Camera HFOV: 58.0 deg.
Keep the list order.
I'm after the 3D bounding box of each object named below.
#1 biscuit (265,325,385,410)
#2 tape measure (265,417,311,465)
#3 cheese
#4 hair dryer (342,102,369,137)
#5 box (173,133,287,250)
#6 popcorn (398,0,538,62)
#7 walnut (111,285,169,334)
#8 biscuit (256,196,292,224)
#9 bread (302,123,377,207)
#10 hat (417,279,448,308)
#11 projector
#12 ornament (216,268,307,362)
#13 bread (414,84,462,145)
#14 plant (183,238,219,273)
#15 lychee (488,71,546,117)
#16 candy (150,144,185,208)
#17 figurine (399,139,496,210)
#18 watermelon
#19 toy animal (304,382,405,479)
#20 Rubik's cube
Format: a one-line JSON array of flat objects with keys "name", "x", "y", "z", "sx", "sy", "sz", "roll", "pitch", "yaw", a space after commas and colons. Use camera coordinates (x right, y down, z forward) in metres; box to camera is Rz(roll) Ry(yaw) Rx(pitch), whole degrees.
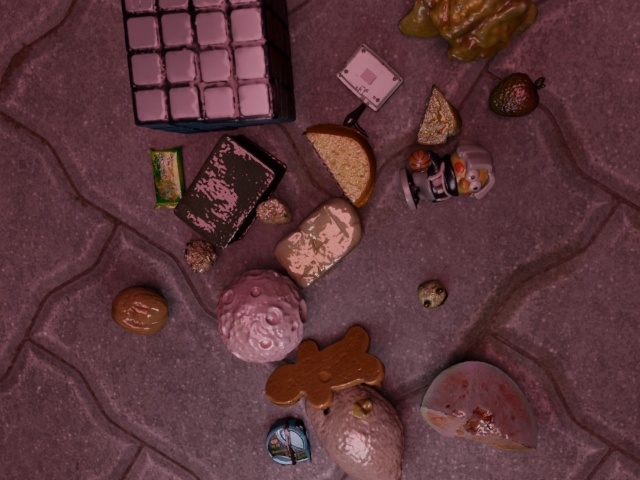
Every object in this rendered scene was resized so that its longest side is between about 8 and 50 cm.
[{"name": "biscuit", "x": 0.005, "y": 0.374, "z": 1.632, "sx": 0.339, "sy": 0.216, "sz": 0.047, "roll": -26, "pitch": 136, "yaw": 3}, {"name": "tape measure", "x": -0.099, "y": 0.605, "z": 1.724, "sx": 0.125, "sy": 0.081, "sz": 0.146, "roll": -12, "pitch": 98, "yaw": 6}, {"name": "cheese", "x": 0.000, "y": 0.000, "z": 1.602, "sx": 0.263, "sy": 0.093, "sz": 0.159, "roll": -40, "pitch": 96, "yaw": 10}, {"name": "hair dryer", "x": 0.111, "y": -0.319, "z": 1.571, "sx": 0.079, "sy": 0.031, "sz": 0.083, "roll": -44, "pitch": 106, "yaw": 3}, {"name": "box", "x": -0.242, "y": -0.136, "z": 1.584, "sx": 0.184, "sy": 0.143, "sz": 0.273, "roll": 36, "pitch": 103, "yaw": 0}, {"name": "popcorn", "x": 0.345, "y": -0.589, "z": 1.365, "sx": 0.321, "sy": 0.290, "sz": 0.326, "roll": -31, "pitch": 114, "yaw": 9}, {"name": "walnut", "x": -0.523, "y": 0.202, "z": 1.681, "sx": 0.166, "sy": 0.149, "sz": 0.167, "roll": 1, "pitch": 133, "yaw": 1}, {"name": "biscuit", "x": -0.122, "y": -0.078, "z": 1.565, "sx": 0.082, "sy": 0.168, "sz": 0.071, "roll": -17, "pitch": 87, "yaw": 4}, {"name": "bread", "x": 0.073, "y": -0.221, "z": 1.532, "sx": 0.134, "sy": 0.129, "sz": 0.260, "roll": -36, "pitch": 96, "yaw": 12}, {"name": "hat", "x": 0.311, "y": 0.153, "z": 1.607, "sx": 0.077, "sy": 0.059, "sz": 0.076, "roll": -28, "pitch": 91, "yaw": 15}, {"name": "projector", "x": 0.130, "y": -0.429, "z": 1.528, "sx": 0.147, "sy": 0.061, "sz": 0.115, "roll": 42, "pitch": 104, "yaw": 0}, {"name": "ornament", "x": -0.152, "y": 0.203, "z": 1.574, "sx": 0.224, "sy": 0.259, "sz": 0.260, "roll": -6, "pitch": 99, "yaw": 17}, {"name": "bread", "x": 0.316, "y": -0.317, "z": 1.501, "sx": 0.110, "sy": 0.103, "sz": 0.157, "roll": 17, "pitch": 108, "yaw": 9}, {"name": "plant", "x": -0.357, "y": 0.058, "z": 1.654, "sx": 0.104, "sy": 0.116, "sz": 0.122, "roll": 43, "pitch": 123, "yaw": 12}, {"name": "lychee", "x": 0.499, "y": -0.369, "z": 1.464, "sx": 0.146, "sy": 0.114, "sz": 0.114, "roll": -21, "pitch": 97, "yaw": 24}, {"name": "candy", "x": -0.435, "y": -0.181, "z": 1.655, "sx": 0.102, "sy": 0.032, "sz": 0.179, "roll": -2, "pitch": 99, "yaw": 8}, {"name": "figurine", "x": 0.330, "y": -0.175, "z": 1.500, "sx": 0.236, "sy": 0.133, "sz": 0.176, "roll": -14, "pitch": 132, "yaw": 14}, {"name": "watermelon", "x": 0.430, "y": 0.461, "z": 1.615, "sx": 0.321, "sy": 0.188, "sz": 0.175, "roll": 30, "pitch": 147, "yaw": -5}, {"name": "toy animal", "x": 0.119, "y": 0.540, "z": 1.628, "sx": 0.226, "sy": 0.188, "sz": 0.358, "roll": -43, "pitch": 85, "yaw": 15}, {"name": "Rubik's cube", "x": -0.257, "y": -0.450, "z": 1.431, "sx": 0.336, "sy": 0.344, "sz": 0.344, "roll": -3, "pitch": 98, "yaw": 8}]
